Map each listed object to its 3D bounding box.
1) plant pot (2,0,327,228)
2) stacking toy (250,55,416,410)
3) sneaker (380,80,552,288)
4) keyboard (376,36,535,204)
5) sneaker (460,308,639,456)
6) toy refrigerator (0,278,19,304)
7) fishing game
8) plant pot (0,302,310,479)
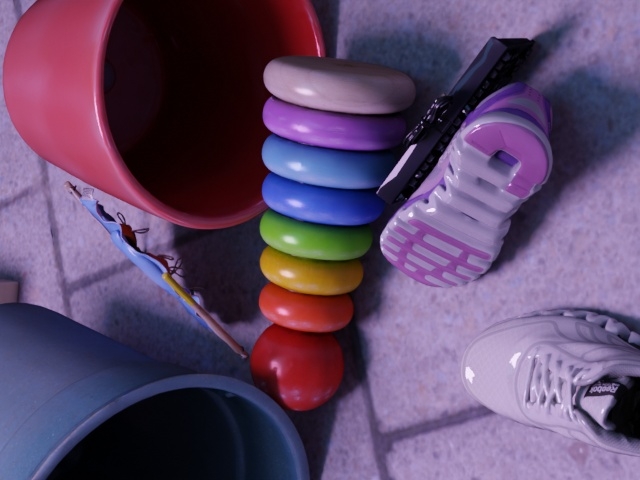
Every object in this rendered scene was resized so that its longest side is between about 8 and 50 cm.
[{"bbox_3d":[-0.167,-0.157,1.617,0.243,0.275,0.275,8,93,51],"label":"plant pot"},{"bbox_3d":[0.000,0.000,1.544,0.141,0.141,0.330,18,107,40],"label":"stacking toy"},{"bbox_3d":[0.136,-0.051,1.447,0.095,0.104,0.236,29,137,-6],"label":"sneaker"},{"bbox_3d":[0.115,-0.103,1.450,0.023,0.108,0.180,45,117,20],"label":"keyboard"},{"bbox_3d":[0.222,0.119,1.339,0.292,0.118,0.110,9,96,43],"label":"sneaker"},{"bbox_3d":[-0.421,0.174,1.903,0.102,0.094,0.269,7,93,19],"label":"toy refrigerator"},{"bbox_3d":[-0.165,0.015,1.635,0.041,0.189,0.264,-45,32,-6],"label":"fishing game"},{"bbox_3d":[-0.245,0.232,1.622,0.334,0.341,0.341,25,104,47],"label":"plant pot"}]
